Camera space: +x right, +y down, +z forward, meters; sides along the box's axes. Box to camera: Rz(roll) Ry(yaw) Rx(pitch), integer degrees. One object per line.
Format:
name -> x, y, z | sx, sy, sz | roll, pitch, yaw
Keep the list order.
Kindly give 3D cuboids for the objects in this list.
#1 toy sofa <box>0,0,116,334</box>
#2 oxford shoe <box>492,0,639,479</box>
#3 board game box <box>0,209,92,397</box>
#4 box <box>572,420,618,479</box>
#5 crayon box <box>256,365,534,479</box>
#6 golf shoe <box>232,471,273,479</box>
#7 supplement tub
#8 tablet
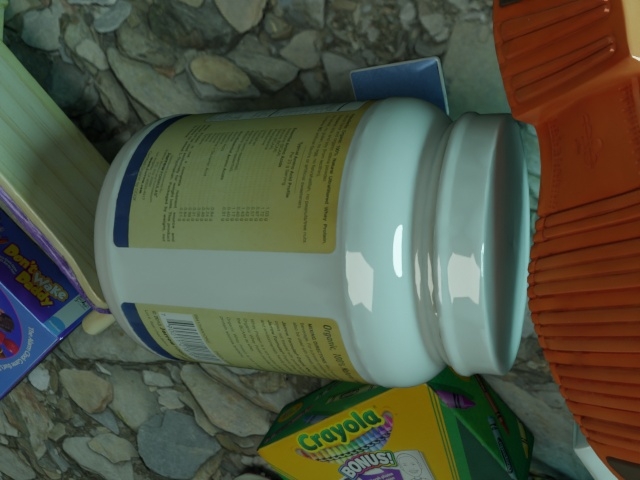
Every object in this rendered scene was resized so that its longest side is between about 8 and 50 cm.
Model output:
toy sofa -> -0.317, -0.067, 0.697 | 0.150, 0.177, 0.362 | -33, 102, 37
oxford shoe -> 0.213, -0.024, 0.407 | 0.130, 0.133, 0.363 | -8, 89, 62
board game box -> -0.511, 0.109, 0.965 | 0.233, 0.078, 0.347 | 48, 128, -7
box -> 0.304, 0.154, 0.516 | 0.119, 0.182, 0.181 | -28, 104, 36
crayon box -> 0.076, 0.233, 0.744 | 0.165, 0.081, 0.278 | 48, 128, -7
golf shoe -> -0.012, 0.444, 0.885 | 0.306, 0.140, 0.115 | 22, 125, 12
supplement tub -> 0.000, 0.000, 0.545 | 0.316, 0.228, 0.228 | 2, 120, 26
tablet -> 0.069, -0.130, 0.571 | 0.083, 0.006, 0.054 | -2, 119, 28
